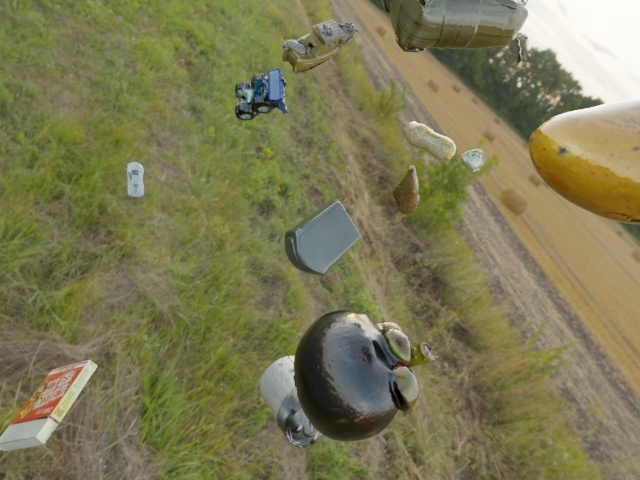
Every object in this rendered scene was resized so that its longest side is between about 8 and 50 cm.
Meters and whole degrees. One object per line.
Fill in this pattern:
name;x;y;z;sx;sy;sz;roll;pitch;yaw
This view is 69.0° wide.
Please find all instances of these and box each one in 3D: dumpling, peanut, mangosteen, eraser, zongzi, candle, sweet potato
dumpling;0.416;-0.220;1.261;0.077;0.059;0.043;41;22;-14
peanut;0.386;-0.354;1.661;0.206;0.087;0.087;36;22;19
mangosteen;0.093;0.275;0.997;0.275;0.302;0.275;-15;90;-83
eraser;-0.696;0.417;1.193;0.038;0.157;0.230;60;26;-28
zongzi;0.437;-0.818;1.516;0.499;0.218;0.467;-5;62;-15
candle;-0.085;0.452;1.420;0.187;0.188;0.330;23;8;-35
sweet potato;0.201;-0.111;1.089;0.068;0.060;0.206;28;-20;13

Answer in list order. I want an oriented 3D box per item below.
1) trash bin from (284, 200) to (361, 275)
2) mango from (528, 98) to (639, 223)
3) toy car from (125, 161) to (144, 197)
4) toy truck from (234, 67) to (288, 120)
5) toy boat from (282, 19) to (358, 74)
trash bin;0.000;0.000;1.506;0.236;0.101;0.177;-41;106;-23
mango;0.455;-0.117;0.689;0.290;0.160;0.191;4;58;1
toy car;-0.454;-0.150;1.139;0.041;0.025;0.093;1;77;-33
toy truck;-0.182;-0.470;1.535;0.126;0.208;0.113;13;71;-52
toy boat;0.008;-0.623;1.456;0.089;0.121;0.321;50;55;2
